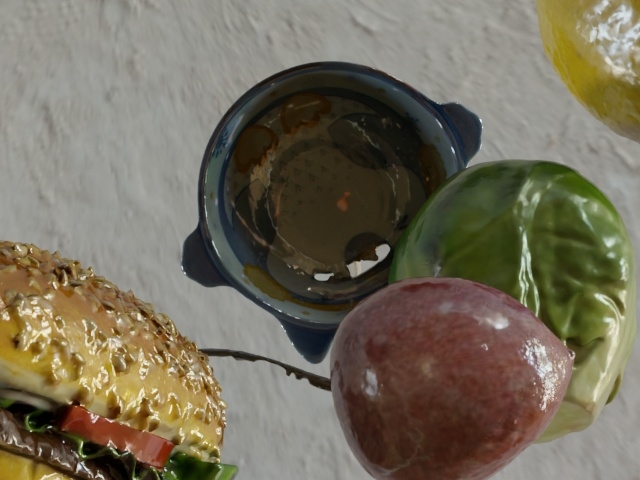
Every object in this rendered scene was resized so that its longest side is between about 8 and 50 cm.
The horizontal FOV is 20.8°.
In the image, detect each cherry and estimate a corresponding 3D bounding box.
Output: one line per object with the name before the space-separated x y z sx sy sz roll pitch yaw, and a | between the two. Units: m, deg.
cherry | 0.015 0.080 0.861 0.225 0.090 0.107 -15 86 19

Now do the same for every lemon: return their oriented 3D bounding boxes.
lemon | 0.238 -0.160 1.170 0.188 0.256 0.188 -18 145 -13

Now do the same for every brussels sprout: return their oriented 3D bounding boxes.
brussels sprout | 0.121 0.039 1.117 0.161 0.144 0.180 3 64 16

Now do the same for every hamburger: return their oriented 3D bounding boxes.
hamburger | -0.102 0.046 0.526 0.166 0.137 0.087 37 65 -53

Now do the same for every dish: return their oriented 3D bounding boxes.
dish | 0.008 -0.020 1.356 0.236 0.086 0.228 -4 88 -3

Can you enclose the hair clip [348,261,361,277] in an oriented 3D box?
hair clip | 0.000 0.000 1.516 0.034 0.226 0.072 38 102 20
